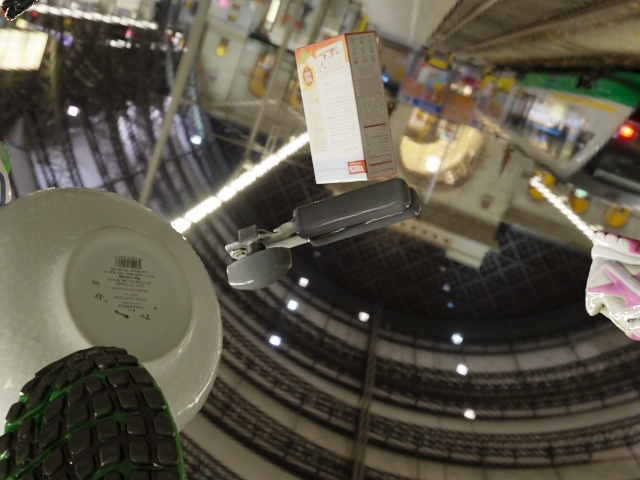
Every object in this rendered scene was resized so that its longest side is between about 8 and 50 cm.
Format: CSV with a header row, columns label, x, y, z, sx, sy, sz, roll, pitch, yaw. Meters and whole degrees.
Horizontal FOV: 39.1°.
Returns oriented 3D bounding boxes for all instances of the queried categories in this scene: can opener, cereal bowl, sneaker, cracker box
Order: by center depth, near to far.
label,x,y,z,sx,sy,sz,roll,pitch,yaw
sneaker,-0.144,0.242,0.668,0.134,0.343,0.146,-17,158,-6
sneaker,0.387,0.064,0.991,0.103,0.111,0.252,13,-176,-21
cereal bowl,-0.249,0.085,1.024,0.339,0.338,0.141,11,153,-37
can opener,0.000,0.000,1.233,0.284,0.095,0.076,-16,159,21
cracker box,0.040,-0.213,1.474,0.067,0.232,0.156,-13,-172,-31

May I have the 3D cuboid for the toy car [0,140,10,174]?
label,x,y,z,sx,sy,sz,roll,pitch,yaw
toy car,-0.483,-0.083,1.406,0.239,0.225,0.053,-7,-149,37

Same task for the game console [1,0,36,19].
label,x,y,z,sx,sy,sz,roll,pitch,yaw
game console,-0.361,-0.533,1.560,0.060,0.387,0.342,51,-163,-25

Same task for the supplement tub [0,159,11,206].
label,x,y,z,sx,sy,sz,roll,pitch,yaw
supplement tub,-0.552,-0.080,1.110,0.228,0.228,0.316,23,171,13
